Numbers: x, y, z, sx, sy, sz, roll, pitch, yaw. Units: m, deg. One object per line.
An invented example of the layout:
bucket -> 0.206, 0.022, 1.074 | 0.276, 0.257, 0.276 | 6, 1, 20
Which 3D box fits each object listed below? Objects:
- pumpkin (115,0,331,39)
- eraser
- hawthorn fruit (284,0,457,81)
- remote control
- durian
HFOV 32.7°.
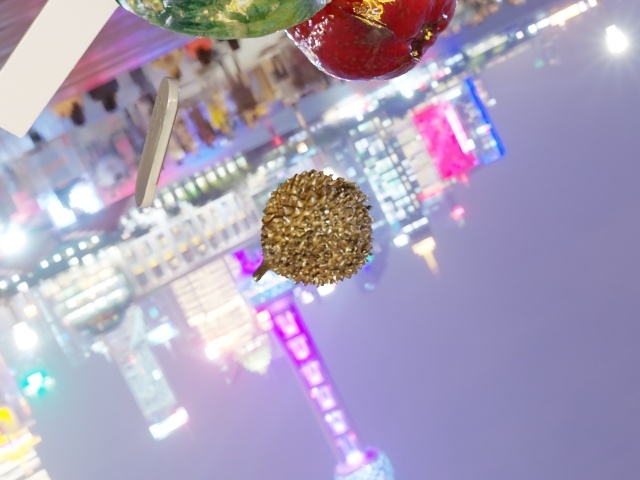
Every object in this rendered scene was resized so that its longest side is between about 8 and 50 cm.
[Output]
pumpkin -> -0.109, -0.387, 1.274 | 0.263, 0.197, 0.293 | 14, -140, 14
eraser -> -0.348, -0.275, 1.456 | 0.298, 0.076, 0.078 | -46, -158, 26
hawthorn fruit -> 0.046, -0.378, 1.618 | 0.265, 0.307, 0.265 | -47, 161, -22
remote control -> -0.273, -0.159, 1.812 | 0.022, 0.245, 0.077 | 6, -145, -23
durian -> 0.000, 0.000, 1.282 | 0.188, 0.148, 0.091 | -31, -150, -23
